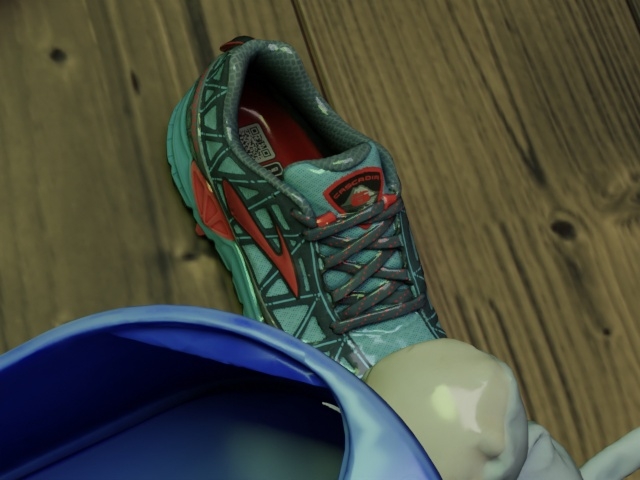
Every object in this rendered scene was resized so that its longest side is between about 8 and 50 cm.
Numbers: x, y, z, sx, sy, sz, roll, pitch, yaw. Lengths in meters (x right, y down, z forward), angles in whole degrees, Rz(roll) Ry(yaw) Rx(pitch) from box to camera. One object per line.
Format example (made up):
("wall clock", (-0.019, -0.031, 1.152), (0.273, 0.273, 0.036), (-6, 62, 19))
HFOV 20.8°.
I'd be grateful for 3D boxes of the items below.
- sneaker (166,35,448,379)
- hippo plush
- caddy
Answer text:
("sneaker", (0.000, 0.000, 0.982), (0.104, 0.125, 0.262), (-27, 76, -29))
("hippo plush", (0.053, 0.208, 0.844), (0.294, 0.234, 0.236), (27, 44, -55))
("caddy", (-0.096, 0.170, 0.667), (0.341, 0.179, 0.241), (-27, 75, 10))
